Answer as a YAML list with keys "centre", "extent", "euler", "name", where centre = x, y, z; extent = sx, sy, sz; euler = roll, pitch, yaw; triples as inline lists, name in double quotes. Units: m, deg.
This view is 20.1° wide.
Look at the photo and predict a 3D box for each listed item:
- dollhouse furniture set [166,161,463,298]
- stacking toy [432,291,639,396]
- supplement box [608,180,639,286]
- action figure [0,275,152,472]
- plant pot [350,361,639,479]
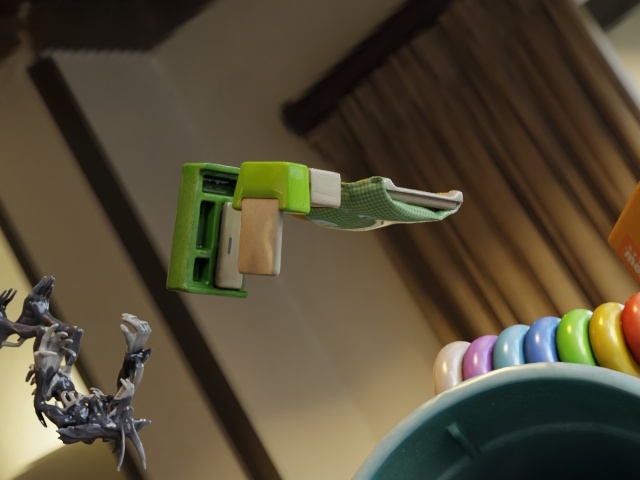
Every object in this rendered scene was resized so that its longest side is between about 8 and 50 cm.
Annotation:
- centre: [0.000, 0.000, 2.131]
  extent: [0.197, 0.151, 0.301]
  euler: [2, -4, 45]
  name: "dollhouse furniture set"
- centre: [0.286, 0.118, 1.842]
  extent: [0.330, 0.141, 0.141]
  euler: [-25, -12, 25]
  name: "stacking toy"
- centre: [0.240, -0.048, 0.986]
  extent: [0.080, 0.078, 0.233]
  euler: [-19, -30, -23]
  name: "supplement box"
- centre: [-0.290, 0.151, 2.157]
  extent: [0.164, 0.275, 0.141]
  euler: [-6, -49, -52]
  name: "action figure"
- centre: [0.212, 0.313, 1.447]
  extent: [0.341, 0.341, 0.334]
  euler: [-32, -31, 5]
  name: "plant pot"
